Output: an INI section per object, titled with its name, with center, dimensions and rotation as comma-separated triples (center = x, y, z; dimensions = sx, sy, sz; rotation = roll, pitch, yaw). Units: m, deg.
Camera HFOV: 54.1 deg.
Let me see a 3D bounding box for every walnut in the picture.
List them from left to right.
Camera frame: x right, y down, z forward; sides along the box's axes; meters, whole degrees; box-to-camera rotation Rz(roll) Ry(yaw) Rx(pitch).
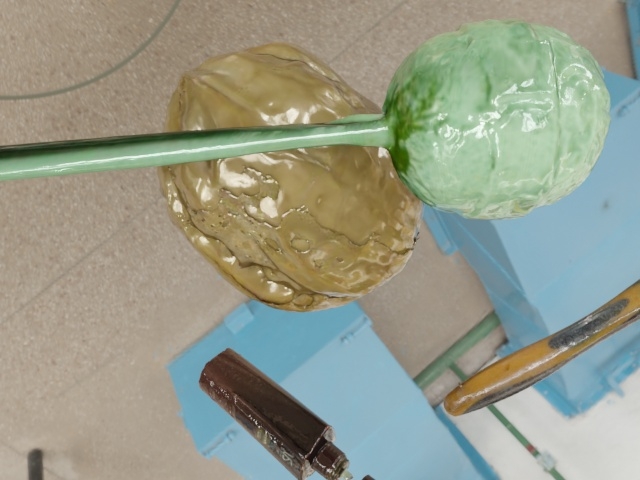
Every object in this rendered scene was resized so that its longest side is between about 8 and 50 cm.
[walnut]
center = -0.022, -0.047, 0.516
dimensions = 0.245, 0.198, 0.198
rotation = 36, 97, -21

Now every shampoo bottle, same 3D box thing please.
[shampoo bottle]
center = -0.038, 0.214, 0.711
dimensions = 0.067, 0.236, 0.068
rotation = -47, 151, -21

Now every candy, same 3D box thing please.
[candy]
center = -0.052, -0.058, 0.365
dimensions = 0.439, 0.119, 0.119
rotation = -5, 121, -3

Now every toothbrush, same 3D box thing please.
[toothbrush]
center = 0.208, 0.020, 0.358
dimensions = 0.320, 0.023, 0.031
rotation = -33, 132, 13
